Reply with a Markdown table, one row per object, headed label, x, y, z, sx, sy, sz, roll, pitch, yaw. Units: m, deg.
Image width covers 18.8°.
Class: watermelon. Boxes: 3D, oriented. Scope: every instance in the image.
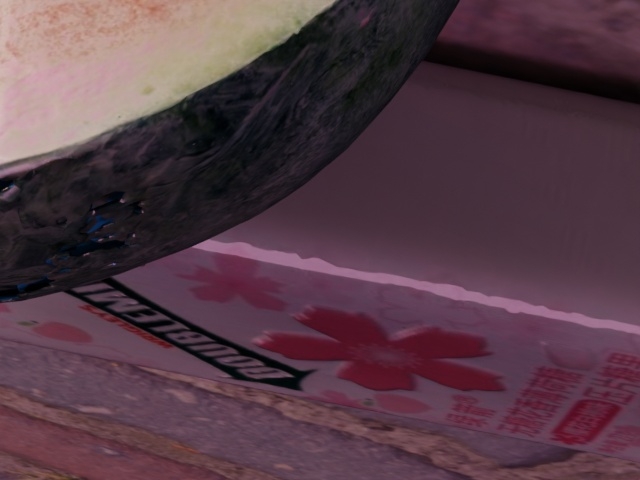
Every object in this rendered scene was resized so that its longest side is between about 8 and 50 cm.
| label | x | y | z | sx | sy | sz | roll | pitch | yaw |
| --- | --- | --- | --- | --- | --- | --- | --- | --- | --- |
| watermelon | -0.082 | -0.050 | 0.573 | 0.322 | 0.188 | 0.175 | -4 | 156 | 33 |

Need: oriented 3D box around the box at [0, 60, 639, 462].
| label | x | y | z | sx | sy | sz | roll | pitch | yaw |
| --- | --- | --- | --- | --- | --- | --- | --- | --- | --- |
| box | 0.000 | 0.000 | 0.778 | 0.370 | 0.112 | 0.190 | 12 | 161 | 0 |
